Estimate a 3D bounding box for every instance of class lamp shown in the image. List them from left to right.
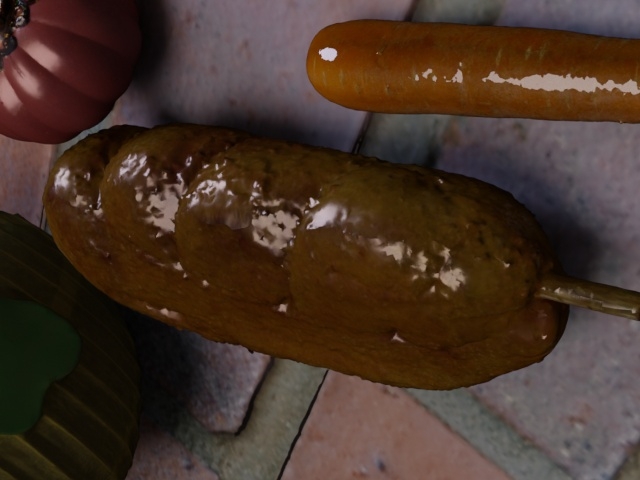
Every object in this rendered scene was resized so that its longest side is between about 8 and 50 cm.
[{"bbox_3d":[-0.242,0.117,0.694,0.250,0.284,0.250,24,159,10],"label":"lamp"},{"bbox_3d":[-0.145,-0.104,0.620,0.107,0.092,0.107,-14,66,33],"label":"lamp"}]

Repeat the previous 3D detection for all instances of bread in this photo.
[{"bbox_3d":[-0.001,0.002,0.561,0.344,0.084,0.124,9,140,38],"label":"bread"}]

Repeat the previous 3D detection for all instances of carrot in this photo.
[{"bbox_3d":[0.094,-0.068,0.471,0.248,0.043,0.043,9,118,36],"label":"carrot"}]
